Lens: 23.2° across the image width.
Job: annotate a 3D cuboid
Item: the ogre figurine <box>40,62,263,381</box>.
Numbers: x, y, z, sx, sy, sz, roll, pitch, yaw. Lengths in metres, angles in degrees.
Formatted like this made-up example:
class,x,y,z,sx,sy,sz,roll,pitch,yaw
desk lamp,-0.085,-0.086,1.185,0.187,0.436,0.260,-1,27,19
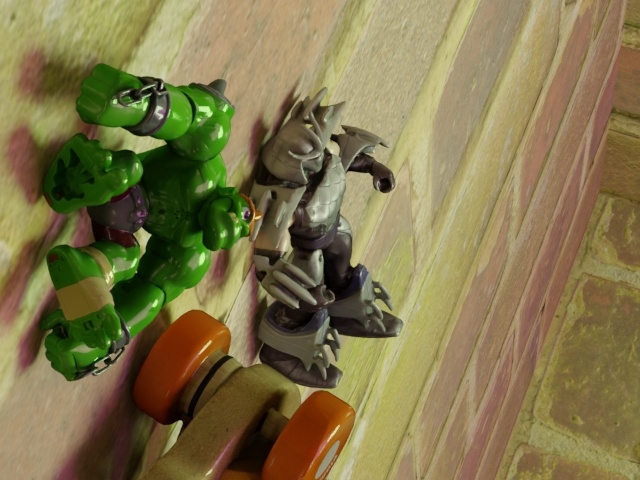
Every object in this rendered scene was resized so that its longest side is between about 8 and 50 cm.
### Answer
class,x,y,z,sx,sy,sz,roll,pitch,yaw
ogre figurine,-0.101,-0.020,0.895,0.118,0.097,0.197,-29,121,-45

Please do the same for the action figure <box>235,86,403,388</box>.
class,x,y,z,sx,sy,sz,roll,pitch,yaw
action figure,0.000,0.000,1.278,0.185,0.099,0.285,-53,153,-31

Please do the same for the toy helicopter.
class,x,y,z,sx,sy,sz,roll,pitch,yaw
toy helicopter,-0.126,0.237,1.096,0.355,0.140,0.235,-51,165,-31

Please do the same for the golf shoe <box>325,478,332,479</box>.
class,x,y,z,sx,sy,sz,roll,pitch,yaw
golf shoe,-0.017,0.380,1.608,0.105,0.120,0.272,-30,137,-72
